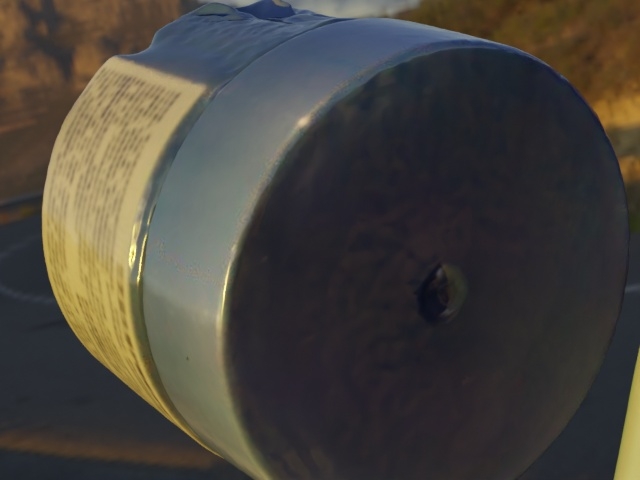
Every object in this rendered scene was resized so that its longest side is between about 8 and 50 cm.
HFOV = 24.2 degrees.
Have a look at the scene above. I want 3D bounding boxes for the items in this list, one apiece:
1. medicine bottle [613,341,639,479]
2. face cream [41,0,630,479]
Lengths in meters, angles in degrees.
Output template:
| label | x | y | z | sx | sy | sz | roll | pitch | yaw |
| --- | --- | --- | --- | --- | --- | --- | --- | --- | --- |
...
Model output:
| label | x | y | z | sx | sy | sz | roll | pitch | yaw |
| --- | --- | --- | --- | --- | --- | --- | --- | --- | --- |
| medicine bottle | 0.232 | 0.099 | 0.789 | 0.139 | 0.225 | 0.139 | 11 | -1 | 0 |
| face cream | 0.000 | 0.000 | 0.796 | 0.249 | 0.249 | 0.225 | -16 | 24 | -30 |
